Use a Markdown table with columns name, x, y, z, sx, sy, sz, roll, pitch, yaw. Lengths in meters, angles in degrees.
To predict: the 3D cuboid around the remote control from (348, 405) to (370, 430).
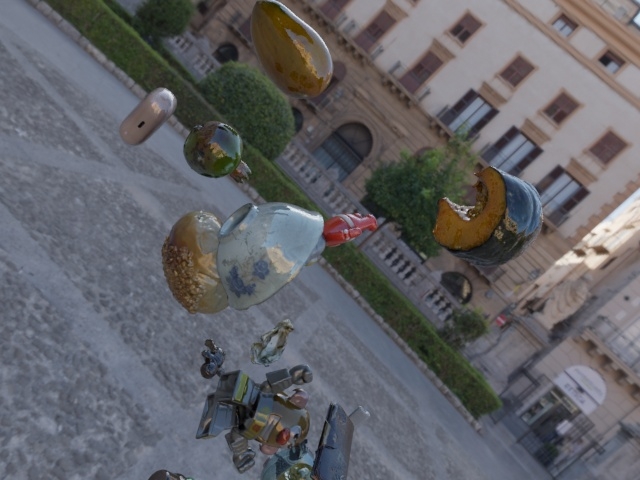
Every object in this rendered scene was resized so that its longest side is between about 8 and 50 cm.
| name | x | y | z | sx | sy | sz | roll | pitch | yaw |
| --- | --- | --- | --- | --- | --- | --- | --- | --- | --- |
| remote control | 0.073 | 0.582 | 1.439 | 0.050 | 0.184 | 0.027 | 43 | 6 | -12 |

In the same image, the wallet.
| name | x | y | z | sx | sy | sz | roll | pitch | yaw |
| --- | --- | --- | --- | --- | --- | --- | --- | --- | --- |
| wallet | 0.040 | 0.539 | 1.218 | 0.122 | 0.031 | 0.232 | 56 | 28 | -19 |

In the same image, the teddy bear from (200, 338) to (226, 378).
| name | x | y | z | sx | sy | sz | roll | pitch | yaw |
| --- | --- | --- | --- | --- | --- | --- | --- | --- | --- |
| teddy bear | -0.367 | 0.414 | 1.652 | 0.119 | 0.078 | 0.160 | 57 | 16 | -22 |

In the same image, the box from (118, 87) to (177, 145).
| name | x | y | z | sx | sy | sz | roll | pitch | yaw |
| --- | --- | --- | --- | --- | --- | --- | --- | --- | --- |
| box | -0.510 | -0.365 | 1.397 | 0.088 | 0.200 | 0.146 | 44 | 21 | -27 |

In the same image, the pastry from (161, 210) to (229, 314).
| name | x | y | z | sx | sy | sz | roll | pitch | yaw |
| --- | --- | --- | --- | --- | --- | --- | --- | --- | --- |
| pastry | -0.460 | 0.090 | 1.771 | 0.409 | 0.245 | 0.409 | 45 | -38 | 51 |

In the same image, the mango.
| name | x | y | z | sx | sy | sz | roll | pitch | yaw |
| --- | --- | --- | --- | --- | --- | --- | --- | --- | --- |
| mango | -0.097 | -0.576 | 1.439 | 0.317 | 0.173 | 0.211 | 51 | -32 | -10 |

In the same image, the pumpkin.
| name | x | y | z | sx | sy | sz | roll | pitch | yaw |
| --- | --- | --- | --- | --- | --- | --- | --- | --- | --- |
| pumpkin | 0.524 | -0.058 | 1.460 | 0.225 | 0.303 | 0.256 | 9 | 60 | -31 |

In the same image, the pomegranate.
| name | x | y | z | sx | sy | sz | roll | pitch | yaw |
| --- | --- | --- | --- | --- | --- | --- | --- | --- | --- |
| pomegranate | -0.270 | -0.228 | 1.265 | 0.205 | 0.159 | 0.159 | 41 | 8 | -39 |

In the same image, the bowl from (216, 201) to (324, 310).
| name | x | y | z | sx | sy | sz | roll | pitch | yaw |
| --- | --- | --- | --- | --- | --- | --- | --- | --- | --- |
| bowl | -0.155 | -0.001 | 1.125 | 0.146 | 0.313 | 0.313 | 46 | 6 | -26 |

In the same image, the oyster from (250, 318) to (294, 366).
| name | x | y | z | sx | sy | sz | roll | pitch | yaw |
| --- | --- | --- | --- | --- | --- | --- | --- | --- | --- |
| oyster | -0.227 | 0.445 | 2.057 | 0.094 | 0.166 | 0.294 | 12 | 10 | 29 |

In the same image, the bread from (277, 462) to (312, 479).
| name | x | y | z | sx | sy | sz | roll | pitch | yaw |
| --- | --- | --- | --- | --- | --- | --- | --- | --- | --- |
| bread | -0.049 | 0.691 | 1.359 | 0.156 | 0.110 | 0.103 | -9 | 24 | -32 |

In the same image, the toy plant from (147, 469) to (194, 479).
| name | x | y | z | sx | sy | sz | roll | pitch | yaw |
| --- | --- | --- | --- | --- | --- | --- | --- | --- | --- |
| toy plant | -0.424 | 0.733 | 1.350 | 0.105 | 0.143 | 0.200 | 14 | -44 | 33 |

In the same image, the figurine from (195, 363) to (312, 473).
| name | x | y | z | sx | sy | sz | roll | pitch | yaw |
| --- | --- | --- | --- | --- | --- | --- | --- | --- | --- |
| figurine | -0.156 | 0.468 | 1.268 | 0.285 | 0.342 | 0.167 | 31 | 29 | -27 |

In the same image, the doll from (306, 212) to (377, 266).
| name | x | y | z | sx | sy | sz | roll | pitch | yaw |
| --- | --- | --- | --- | --- | --- | --- | --- | --- | --- |
| doll | 0.000 | 0.000 | 1.368 | 0.200 | 0.336 | 0.105 | 14 | -58 | 62 |

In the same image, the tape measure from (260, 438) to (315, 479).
| name | x | y | z | sx | sy | sz | roll | pitch | yaw |
| --- | --- | --- | --- | --- | --- | --- | --- | --- | --- |
| tape measure | -0.097 | 0.931 | 1.827 | 0.256 | 0.275 | 0.147 | 55 | 1 | -18 |
